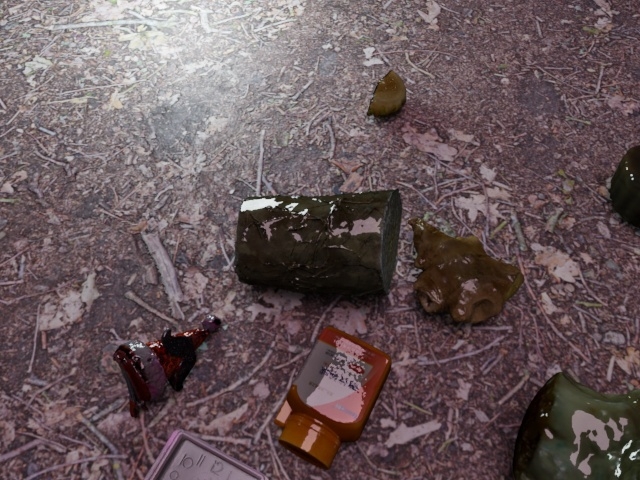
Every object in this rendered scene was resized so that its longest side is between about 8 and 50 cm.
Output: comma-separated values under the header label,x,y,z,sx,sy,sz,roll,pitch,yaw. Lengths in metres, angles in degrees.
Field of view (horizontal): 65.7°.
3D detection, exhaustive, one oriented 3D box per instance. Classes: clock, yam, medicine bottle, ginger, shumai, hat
label,x,y,z,sx,sy,sz,roll,pitch,yaw
clock,-0.201,0.436,0.845,0.197,0.063,0.150,23,60,13
yam,0.000,0.000,1.026,0.348,0.241,0.241,0,58,6
medicine bottle,0.022,0.290,0.910,0.149,0.112,0.222,24,60,14
ginger,0.277,0.062,1.057,0.219,0.123,0.270,-35,55,-24
shumai,0.487,0.370,0.783,0.323,0.397,0.324,13,31,43
hat,-0.285,0.223,0.969,0.227,0.129,0.140,-30,104,-37

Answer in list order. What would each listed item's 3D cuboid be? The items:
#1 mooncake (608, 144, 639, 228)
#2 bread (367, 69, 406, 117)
label,x,y,z,sx,sy,sz,roll,pitch,yaw
mooncake,0.809,-0.121,1.175,0.228,0.124,0.228,1,53,-2
bread,0.189,-0.395,1.362,0.094,0.083,0.157,14,61,5
